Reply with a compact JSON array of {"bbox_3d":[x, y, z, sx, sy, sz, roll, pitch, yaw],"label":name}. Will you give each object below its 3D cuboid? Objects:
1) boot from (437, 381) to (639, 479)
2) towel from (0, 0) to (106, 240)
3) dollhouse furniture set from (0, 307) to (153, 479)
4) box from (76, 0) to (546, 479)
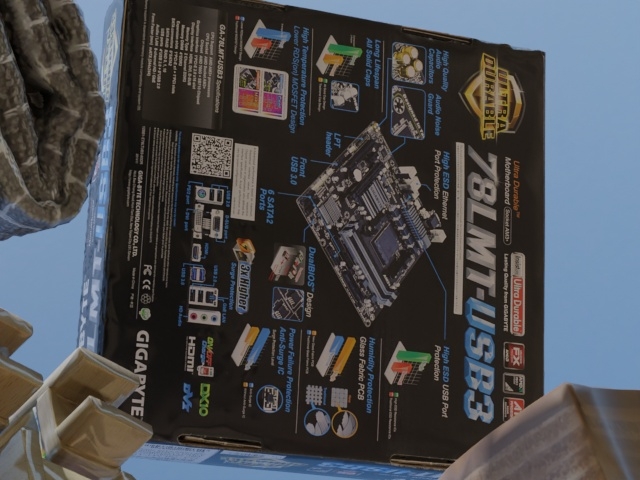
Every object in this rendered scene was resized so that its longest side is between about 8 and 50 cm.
[{"bbox_3d":[0.140,0.088,0.334,0.109,0.283,0.220,2,-125,-43],"label":"boot"},{"bbox_3d":[-0.202,-0.124,0.678,0.121,0.235,0.284,-22,-79,-37],"label":"towel"},{"bbox_3d":[-0.200,0.145,0.881,0.242,0.161,0.212,31,-156,-36],"label":"dollhouse furniture set"},{"bbox_3d":[0.000,0.000,1.190,0.293,0.073,0.296,7,-106,-19],"label":"box"}]
